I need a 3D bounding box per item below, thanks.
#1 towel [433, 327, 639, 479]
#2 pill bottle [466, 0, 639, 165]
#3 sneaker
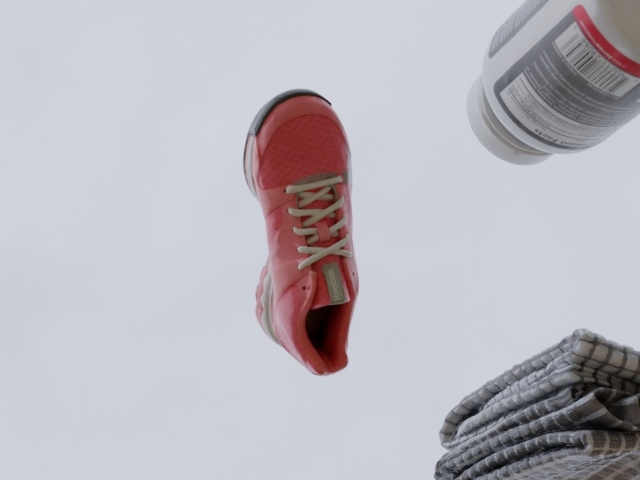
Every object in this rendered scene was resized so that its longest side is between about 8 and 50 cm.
[{"bbox_3d":[0.283,0.222,1.241,0.235,0.284,0.121,22,-123,-18],"label":"towel"},{"bbox_3d":[0.284,-0.200,1.308,0.176,0.318,0.176,7,-111,-19],"label":"pill bottle"},{"bbox_3d":[0.001,0.000,1.226,0.116,0.136,0.314,-13,-58,-18],"label":"sneaker"}]
